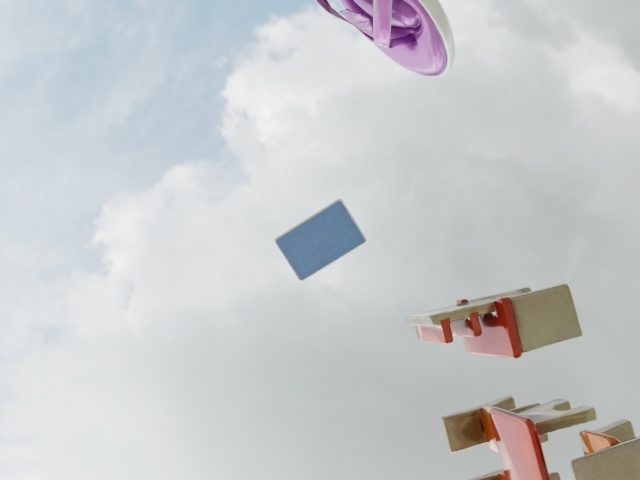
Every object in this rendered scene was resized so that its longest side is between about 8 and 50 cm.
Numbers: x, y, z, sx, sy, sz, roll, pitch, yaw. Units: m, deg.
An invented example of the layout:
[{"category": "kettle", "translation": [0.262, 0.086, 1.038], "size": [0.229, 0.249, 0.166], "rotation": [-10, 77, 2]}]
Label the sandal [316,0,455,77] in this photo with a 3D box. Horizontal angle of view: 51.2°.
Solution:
[{"category": "sandal", "translation": [0.038, -0.354, 0.908], "size": [0.169, 0.416, 0.102], "rotation": [19, -109, 49]}]

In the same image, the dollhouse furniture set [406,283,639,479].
[{"category": "dollhouse furniture set", "translation": [0.180, 0.178, 0.613], "size": [0.135, 0.262, 0.259], "rotation": [-13, -94, -13]}]

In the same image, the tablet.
[{"category": "tablet", "translation": [0.000, 0.000, 0.694], "size": [0.083, 0.006, 0.054], "rotation": [-32, -83, 7]}]
